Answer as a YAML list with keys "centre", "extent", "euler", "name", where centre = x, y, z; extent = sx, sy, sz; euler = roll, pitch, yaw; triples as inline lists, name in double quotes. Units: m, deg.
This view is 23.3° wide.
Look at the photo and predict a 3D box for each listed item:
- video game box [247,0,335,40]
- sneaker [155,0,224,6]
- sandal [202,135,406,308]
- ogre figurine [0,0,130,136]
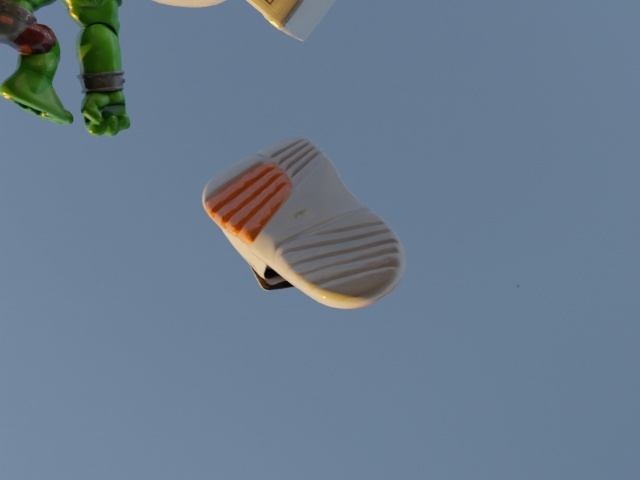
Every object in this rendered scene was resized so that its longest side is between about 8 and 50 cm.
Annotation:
- centre: [-0.020, -0.255, 0.931]
  extent: [0.187, 0.048, 0.205]
  euler: [42, -81, 18]
  name: "video game box"
- centre: [-0.068, -0.275, 0.616]
  extent: [0.135, 0.150, 0.366]
  euler: [12, -45, 28]
  name: "sneaker"
- centre: [-0.009, 0.005, 1.143]
  extent: [0.102, 0.265, 0.076]
  euler: [-28, -59, -8]
  name: "sandal"
- centre: [-0.209, -0.154, 1.048]
  extent: [0.197, 0.097, 0.118]
  euler: [20, -96, -2]
  name: "ogre figurine"
